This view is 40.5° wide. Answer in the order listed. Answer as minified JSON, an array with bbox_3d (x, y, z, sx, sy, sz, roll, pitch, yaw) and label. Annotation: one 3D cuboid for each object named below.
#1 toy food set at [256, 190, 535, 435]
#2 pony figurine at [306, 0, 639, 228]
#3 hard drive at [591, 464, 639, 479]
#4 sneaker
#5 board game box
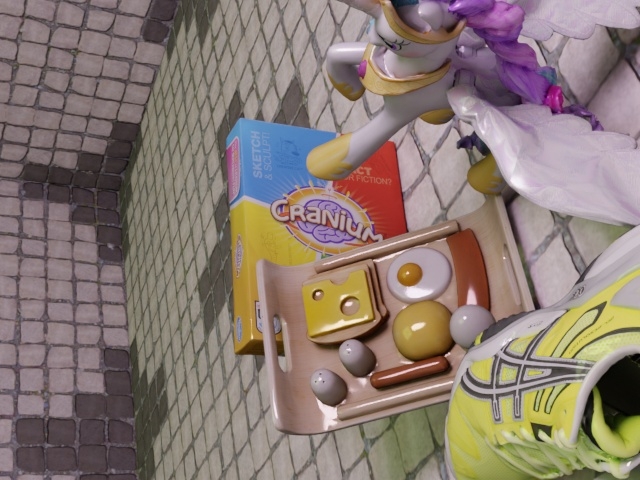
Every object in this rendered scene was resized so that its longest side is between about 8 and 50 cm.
[{"bbox_3d":[0.079,0.075,0.980,0.092,0.306,0.219,54,-157,-57],"label":"toy food set"},{"bbox_3d":[0.159,-0.145,0.807,0.363,0.351,0.302,115,160,-75],"label":"pony figurine"},{"bbox_3d":[0.194,0.244,0.618,0.203,0.308,0.040,-20,91,63],"label":"hard drive"},{"bbox_3d":[0.210,0.135,0.744,0.384,0.145,0.147,-60,2,45],"label":"sneaker"},{"bbox_3d":[0.000,0.000,1.171,0.064,0.242,0.316,134,136,-56],"label":"board game box"}]
